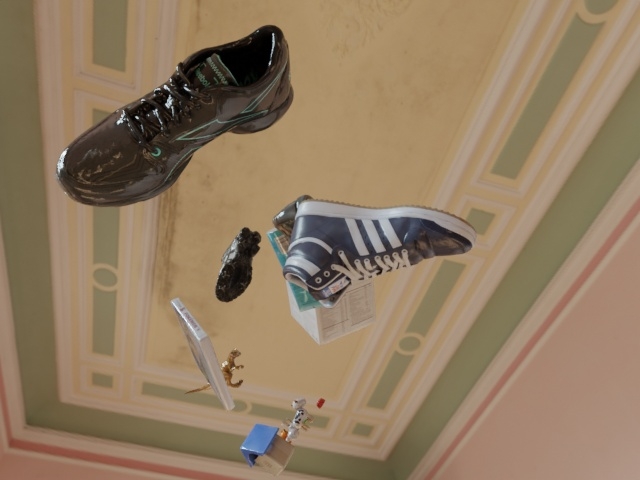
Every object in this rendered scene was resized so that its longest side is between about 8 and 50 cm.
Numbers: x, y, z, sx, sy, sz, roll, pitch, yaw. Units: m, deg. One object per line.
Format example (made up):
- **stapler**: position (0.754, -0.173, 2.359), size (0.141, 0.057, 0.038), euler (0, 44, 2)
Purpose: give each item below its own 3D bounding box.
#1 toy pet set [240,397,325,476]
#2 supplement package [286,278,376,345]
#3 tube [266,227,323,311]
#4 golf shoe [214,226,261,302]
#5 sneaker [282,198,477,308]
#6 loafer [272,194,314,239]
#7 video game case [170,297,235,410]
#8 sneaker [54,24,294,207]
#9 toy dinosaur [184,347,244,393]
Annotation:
- **toy pet set**: position (-0.063, 0.280, 0.677), size (0.065, 0.114, 0.122), euler (35, -48, 5)
- **supplement package**: position (0.024, 0.119, 1.344), size (0.198, 0.199, 0.262), euler (-18, -64, -23)
- **tube**: position (-0.052, 0.063, 1.017), size (0.080, 0.052, 0.207), euler (-17, -75, 30)
- **golf shoe**: position (-0.204, 0.065, 1.107), size (0.077, 0.198, 0.094), euler (34, -33, -20)
- **sneaker**: position (0.075, 0.029, 0.679), size (0.282, 0.153, 0.099), euler (7, -27, 24)
- **loafer**: position (0.000, 0.000, 0.948), size (0.084, 0.096, 0.267), euler (-22, -39, 18)
- **video game case**: position (-0.254, 0.242, 0.993), size (0.023, 0.183, 0.201), euler (-27, -57, -25)
- **sneaker**: position (-0.140, -0.132, 0.457), size (0.101, 0.267, 0.106), euler (50, -21, 6)
- **toy dinosaur**: position (-0.296, 0.411, 1.393), size (0.112, 0.064, 0.211), euler (40, -82, -6)
